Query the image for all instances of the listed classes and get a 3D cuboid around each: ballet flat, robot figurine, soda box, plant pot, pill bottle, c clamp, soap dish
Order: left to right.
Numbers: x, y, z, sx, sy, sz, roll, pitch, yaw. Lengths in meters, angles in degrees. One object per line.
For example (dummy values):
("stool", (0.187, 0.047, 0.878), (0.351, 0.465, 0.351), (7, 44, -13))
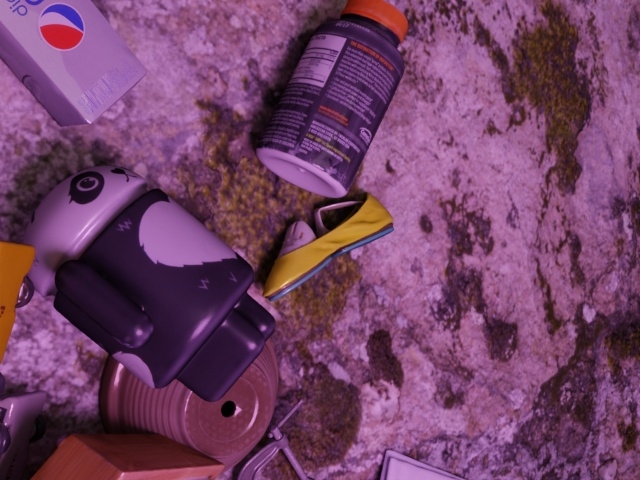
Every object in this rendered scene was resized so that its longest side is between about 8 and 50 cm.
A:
("soda box", (-0.313, -0.252, 0.869), (0.091, 0.098, 0.286), (-49, 120, -21))
("soap dish", (-0.253, 0.323, 0.879), (0.291, 0.118, 0.229), (-48, 159, 3))
("robot figurine", (-0.182, 0.043, 0.915), (0.278, 0.209, 0.173), (40, 67, -1))
("plant pot", (-0.138, 0.192, 1.041), (0.237, 0.109, 0.237), (-5, 99, -33))
("c clamp", (-0.049, 0.314, 1.157), (0.137, 0.022, 0.161), (-37, 126, -25))
("ballet flat", (0.000, 0.000, 1.142), (0.231, 0.077, 0.077), (-29, 91, -31))
("pill bottle", (0.025, -0.189, 1.090), (0.130, 0.130, 0.246), (32, 78, -33))

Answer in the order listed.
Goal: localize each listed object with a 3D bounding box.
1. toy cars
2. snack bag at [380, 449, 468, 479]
("toy cars", (-0.350, 0.162, 0.843), (0.176, 0.087, 0.394), (-65, 169, -52))
("snack bag", (0.191, 0.521, 1.306), (0.342, 0.037, 0.323), (28, 64, -34))
